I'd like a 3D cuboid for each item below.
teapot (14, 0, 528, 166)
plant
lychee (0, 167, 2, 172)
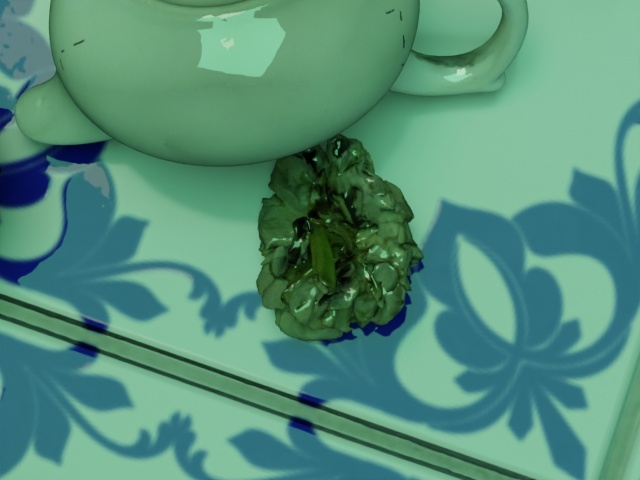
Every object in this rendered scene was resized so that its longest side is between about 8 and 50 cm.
[{"bbox_3d":[-0.029,-0.124,1.057,0.299,0.166,0.208,3,39,-2],"label":"teapot"},{"bbox_3d":[0.000,0.000,1.051,0.104,0.122,0.116,-22,88,10],"label":"plant"},{"bbox_3d":[-0.275,-0.047,1.043,0.188,0.188,0.188,0,82,2],"label":"lychee"}]
